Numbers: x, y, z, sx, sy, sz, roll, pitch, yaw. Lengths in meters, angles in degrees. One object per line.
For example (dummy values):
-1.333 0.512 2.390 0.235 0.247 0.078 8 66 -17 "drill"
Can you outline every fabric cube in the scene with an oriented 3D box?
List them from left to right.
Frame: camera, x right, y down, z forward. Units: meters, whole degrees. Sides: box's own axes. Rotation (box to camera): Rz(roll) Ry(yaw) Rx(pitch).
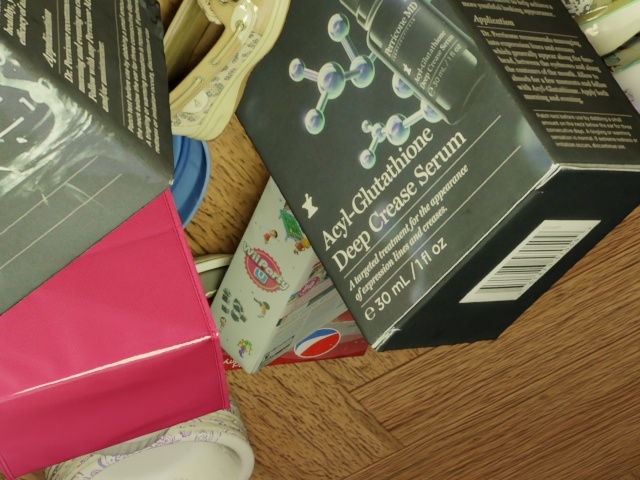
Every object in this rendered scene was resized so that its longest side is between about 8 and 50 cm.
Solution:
-0.259 0.069 1.929 0.258 0.259 0.254 -18 158 -6 "fabric cube"

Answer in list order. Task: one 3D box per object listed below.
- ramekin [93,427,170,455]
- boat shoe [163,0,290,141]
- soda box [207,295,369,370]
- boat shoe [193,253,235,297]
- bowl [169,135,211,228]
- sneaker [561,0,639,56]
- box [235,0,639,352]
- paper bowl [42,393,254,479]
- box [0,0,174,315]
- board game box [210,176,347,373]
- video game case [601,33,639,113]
-0.260 0.174 2.304 0.207 0.207 0.109 -10 154 -18 "ramekin"
-0.107 -0.214 1.840 0.089 0.104 0.285 2 131 -30 "boat shoe"
-0.058 0.109 2.430 0.263 0.083 0.092 -4 142 -25 "soda box"
-0.227 0.091 2.236 0.305 0.091 0.109 -20 -175 -29 "boat shoe"
-0.318 -0.067 2.033 0.391 0.077 0.391 -15 146 -10 "bowl"
0.365 -0.353 1.979 0.410 0.158 0.182 -33 128 8 "sneaker"
0.112 -0.133 1.870 0.212 0.395 0.293 -1 142 -47 "box"
-0.243 0.285 2.516 0.284 0.148 0.284 -16 146 -11 "paper bowl"
-0.458 -0.130 1.565 0.480 0.297 0.472 -36 126 21 "box"
0.000 0.000 2.220 0.224 0.097 0.303 -33 161 -39 "board game box"
0.361 -0.209 2.079 0.244 0.269 0.061 -25 105 3 "video game case"
